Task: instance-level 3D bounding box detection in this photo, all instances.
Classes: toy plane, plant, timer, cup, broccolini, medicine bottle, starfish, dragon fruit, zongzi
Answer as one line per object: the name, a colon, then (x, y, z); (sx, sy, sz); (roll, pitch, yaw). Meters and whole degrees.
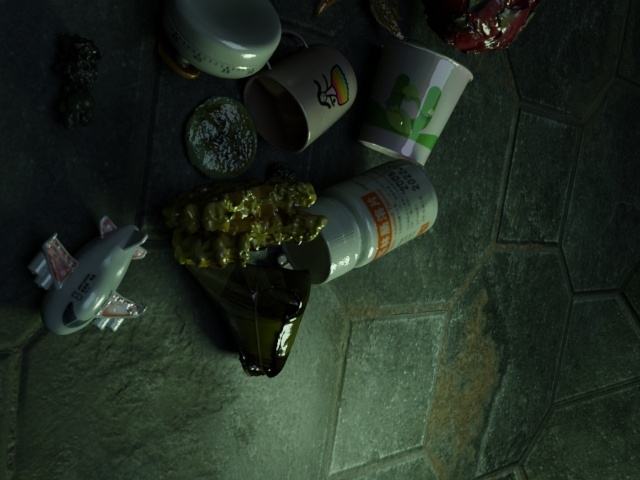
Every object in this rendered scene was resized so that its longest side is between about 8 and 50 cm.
toy plane: (-0.430, 0.070, 1.320); (0.252, 0.118, 0.252); (-14, 111, -39)
plant: (-0.436, -0.285, 1.250); (0.085, 0.087, 0.174); (2, 95, -15)
timer: (-0.182, -0.441, 1.343); (0.233, 0.240, 0.234); (19, 50, -24)
cup: (0.228, -0.349, 1.796); (0.253, 0.253, 0.274); (17, 97, -46)
broccolini: (-0.097, -0.086, 1.652); (0.073, 0.058, 0.201); (0, 100, -38)
medicine bottle: (0.097, -0.051, 1.701); (0.371, 0.211, 0.211); (-27, 119, -34)
starfish: (0.142, -0.622, 1.732); (0.293, 0.084, 0.302); (23, 80, -44)
dragon fruit: (0.431, -0.657, 1.859); (0.329, 0.329, 0.330); (-14, 111, -42)
zongzi: (-0.204, 0.169, 1.598); (0.317, 0.154, 0.290); (16, 117, -8)
cup: (-0.049, -0.353, 1.542); (0.200, 0.191, 0.253); (-43, 120, -32)

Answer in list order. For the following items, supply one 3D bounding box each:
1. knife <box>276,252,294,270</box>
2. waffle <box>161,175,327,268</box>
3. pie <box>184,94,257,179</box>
knife: (0.000, 0.000, 1.786); (0.399, 0.038, 0.132); (-47, 125, -27)
waffle: (-0.168, -0.042, 1.448); (0.324, 0.261, 0.151); (-17, 105, -44)
pie: (-0.212, -0.221, 1.509); (0.186, 0.041, 0.187); (-12, 109, -38)
